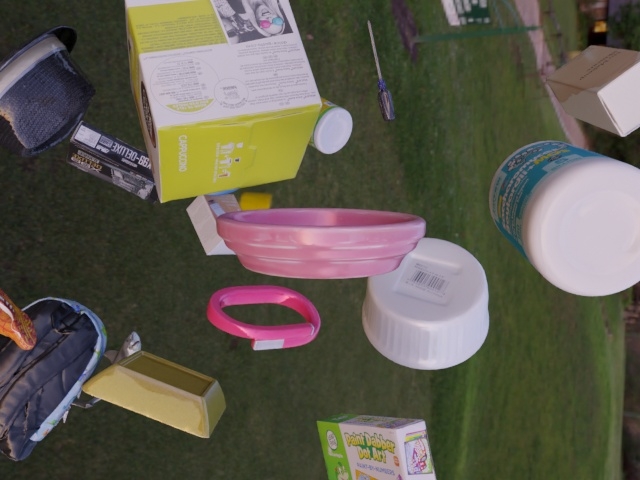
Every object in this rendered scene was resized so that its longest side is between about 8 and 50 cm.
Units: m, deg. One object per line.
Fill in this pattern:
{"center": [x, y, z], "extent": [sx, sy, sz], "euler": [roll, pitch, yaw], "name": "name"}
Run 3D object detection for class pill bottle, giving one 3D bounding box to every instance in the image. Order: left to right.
{"center": [-0.036, -0.360, 1.897], "extent": [0.136, 0.246, 0.136], "euler": [-28, 136, -31], "name": "pill bottle"}
{"center": [0.289, -0.041, 0.783], "extent": [0.264, 0.146, 0.146], "euler": [-84, 172, -76], "name": "pill bottle"}

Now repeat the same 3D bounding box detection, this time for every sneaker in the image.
{"center": [-0.647, 0.162, 1.329], "extent": [0.067, 0.175, 0.064], "euler": [-47, 168, 4], "name": "sneaker"}

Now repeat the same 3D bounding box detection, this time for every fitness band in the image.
{"center": [-0.133, 0.179, 1.580], "extent": [0.291, 0.209, 0.054], "euler": [1, 119, -36], "name": "fitness band"}

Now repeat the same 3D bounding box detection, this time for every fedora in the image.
{"center": [-0.581, -0.284, 1.344], "extent": [0.152, 0.334, 0.334], "euler": [42, 44, -13], "name": "fedora"}

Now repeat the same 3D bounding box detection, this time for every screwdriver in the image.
{"center": [0.099, -0.285, 1.100], "extent": [0.025, 0.024, 0.170], "euler": [-37, 115, -85], "name": "screwdriver"}

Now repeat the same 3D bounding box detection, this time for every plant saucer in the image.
{"center": [-0.410, 0.382, 1.709], "extent": [0.333, 0.333, 0.081], "euler": [156, -45, -89], "name": "plant saucer"}
{"center": [0.000, 0.000, 1.042], "extent": [0.332, 0.332, 0.084], "euler": [-14, 107, -66], "name": "plant saucer"}

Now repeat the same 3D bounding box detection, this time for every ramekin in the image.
{"center": [0.224, 0.123, 1.386], "extent": [0.135, 0.277, 0.277], "euler": [83, 23, -46], "name": "ramekin"}

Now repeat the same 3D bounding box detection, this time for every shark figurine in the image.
{"center": [-0.638, 0.392, 1.966], "extent": [0.278, 0.116, 0.166], "euler": [-53, 160, -12], "name": "shark figurine"}

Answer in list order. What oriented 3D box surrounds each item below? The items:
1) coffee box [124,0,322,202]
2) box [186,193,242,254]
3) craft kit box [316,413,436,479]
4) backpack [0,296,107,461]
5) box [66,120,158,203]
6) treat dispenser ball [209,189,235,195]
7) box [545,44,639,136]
{"center": [-0.228, -0.322, 1.443], "extent": [0.337, 0.338, 0.334], "euler": [119, -43, -65], "name": "coffee box"}
{"center": [-0.299, -0.050, 1.947], "extent": [0.130, 0.091, 0.170], "euler": [0, 55, -51], "name": "box"}
{"center": [0.093, 0.389, 0.969], "extent": [0.061, 0.250, 0.246], "euler": [-6, 81, -28], "name": "craft kit box"}
{"center": [-0.698, 0.303, 1.606], "extent": [0.355, 0.290, 0.273], "euler": [-54, 177, -2], "name": "backpack"}
{"center": [-0.622, -0.234, 2.016], "extent": [0.307, 0.242, 0.076], "euler": [26, 71, -19], "name": "box"}
{"center": [-0.308, -0.272, 1.858], "extent": [0.288, 0.288, 0.288], "euler": [4, 90, -67], "name": "treat dispenser ball"}
{"center": [0.661, -0.353, 1.502], "extent": [0.121, 0.148, 0.311], "euler": [51, 9, -16], "name": "box"}
